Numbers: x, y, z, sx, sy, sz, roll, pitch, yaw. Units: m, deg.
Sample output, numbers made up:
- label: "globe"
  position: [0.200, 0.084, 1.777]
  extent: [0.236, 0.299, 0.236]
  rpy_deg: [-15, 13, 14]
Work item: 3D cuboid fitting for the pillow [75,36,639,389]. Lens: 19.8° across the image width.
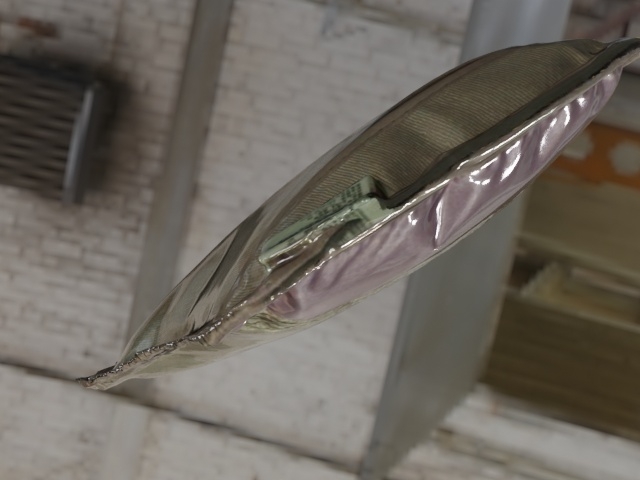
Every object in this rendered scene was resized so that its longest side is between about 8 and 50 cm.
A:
- label: "pillow"
  position: [0.000, 0.000, 0.511]
  extent: [0.131, 0.038, 0.233]
  rpy_deg: [-36, -178, -21]
